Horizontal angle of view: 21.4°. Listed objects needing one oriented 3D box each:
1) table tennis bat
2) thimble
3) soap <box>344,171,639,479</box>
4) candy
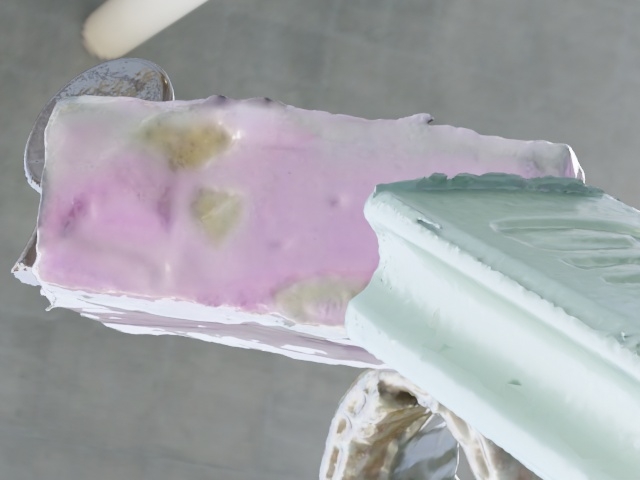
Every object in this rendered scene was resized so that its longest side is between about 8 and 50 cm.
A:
[{"bbox_3d":[-0.171,-0.076,1.021,0.119,0.108,0.169,51,-132,-44],"label":"table tennis bat"},{"bbox_3d":[0.108,0.178,1.206,0.148,0.196,0.229,-18,-79,-46],"label":"thimble"},{"bbox_3d":[0.105,0.038,0.525,0.115,0.198,0.063,-1,-70,-32],"label":"soap"},{"bbox_3d":[0.000,0.000,0.857,0.265,0.155,0.115,8,-97,9],"label":"candy"}]
